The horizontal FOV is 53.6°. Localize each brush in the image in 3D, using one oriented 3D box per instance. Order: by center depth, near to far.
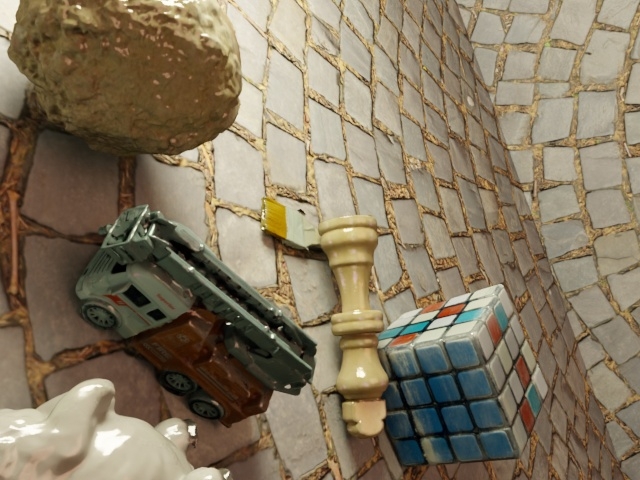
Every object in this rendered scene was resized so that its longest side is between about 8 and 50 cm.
[{"bbox_3d":[0.000,0.000,1.246,0.336,0.020,0.086,26,53,-47],"label":"brush"}]

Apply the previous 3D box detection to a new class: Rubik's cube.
[{"bbox_3d":[0.271,0.270,1.266,0.253,0.256,0.259,-32,100,-56],"label":"Rubik's cube"}]

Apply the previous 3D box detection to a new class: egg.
[{"bbox_3d":[-0.240,-0.241,0.835,0.310,0.279,0.279,20,57,-41],"label":"egg"}]

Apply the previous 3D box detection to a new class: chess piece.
[{"bbox_3d":[0.066,0.157,1.167,0.117,0.117,0.397,10,72,-52],"label":"chess piece"}]

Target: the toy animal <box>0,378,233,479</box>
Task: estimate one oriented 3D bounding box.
[{"bbox_3d":[-0.280,0.257,0.610,0.357,0.194,0.258,15,84,-32],"label":"toy animal"}]

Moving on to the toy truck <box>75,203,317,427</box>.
[{"bbox_3d":[-0.160,0.091,0.830,0.338,0.184,0.133,50,38,-26],"label":"toy truck"}]
